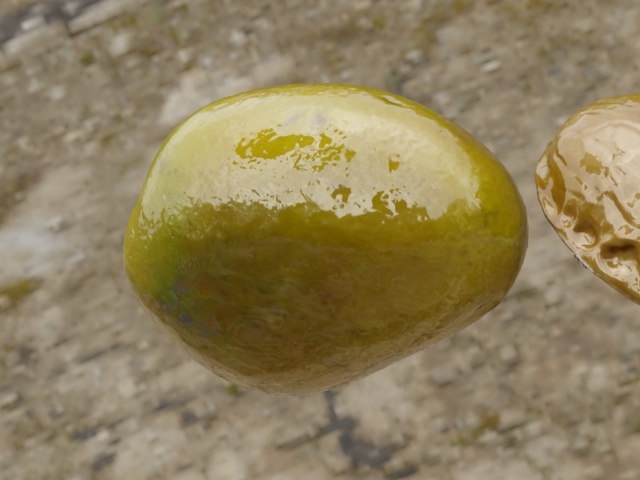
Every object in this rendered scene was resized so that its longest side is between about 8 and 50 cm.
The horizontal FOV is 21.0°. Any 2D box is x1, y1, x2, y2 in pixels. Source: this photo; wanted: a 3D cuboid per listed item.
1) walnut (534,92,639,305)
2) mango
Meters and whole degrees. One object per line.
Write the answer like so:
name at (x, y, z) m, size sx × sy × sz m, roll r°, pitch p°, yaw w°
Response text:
walnut at (0.244, -0.037, 1.169) m, size 0.211 × 0.087 × 0.167 m, roll 36°, pitch 54°, yaw 22°
mango at (0.000, 0.000, 1.361) m, size 0.365 × 0.253 × 0.182 m, roll -4°, pitch 25°, yaw 43°
